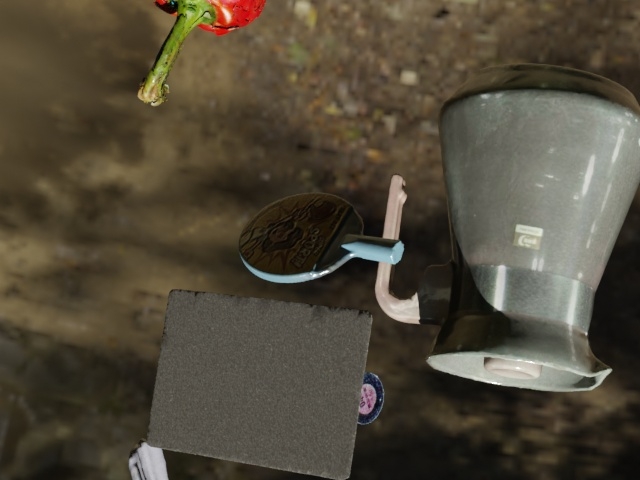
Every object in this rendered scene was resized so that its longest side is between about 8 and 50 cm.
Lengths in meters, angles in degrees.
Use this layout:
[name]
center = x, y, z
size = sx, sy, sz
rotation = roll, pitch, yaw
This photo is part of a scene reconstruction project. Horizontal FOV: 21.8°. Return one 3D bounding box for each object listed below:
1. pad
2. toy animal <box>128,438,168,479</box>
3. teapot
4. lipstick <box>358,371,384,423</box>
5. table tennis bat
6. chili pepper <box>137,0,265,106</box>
[pad]
center = -0.055, 0.119, 1.403
size = 0.211, 0.143, 0.003
rotation = 6, 175, 33
[toy animal]
center = -0.140, 0.372, 1.679
size = 0.206, 0.081, 0.367
rotation = 21, 125, 1
[teapot]
center = 0.221, -0.014, 1.928
size = 0.300, 0.344, 0.253
rotation = 5, 165, 19
[lipstick]
center = -0.034, 0.158, 1.778
size = 0.234, 0.053, 0.053
rotation = 2, 156, 46
[table tennis bat]
center = 0.000, 0.000, 1.408
size = 0.155, 0.100, 0.019
rotation = 10, 141, 33
[chili pepper]
center = -0.068, -0.295, 1.427
size = 0.110, 0.387, 0.110
rotation = 20, 165, 6
